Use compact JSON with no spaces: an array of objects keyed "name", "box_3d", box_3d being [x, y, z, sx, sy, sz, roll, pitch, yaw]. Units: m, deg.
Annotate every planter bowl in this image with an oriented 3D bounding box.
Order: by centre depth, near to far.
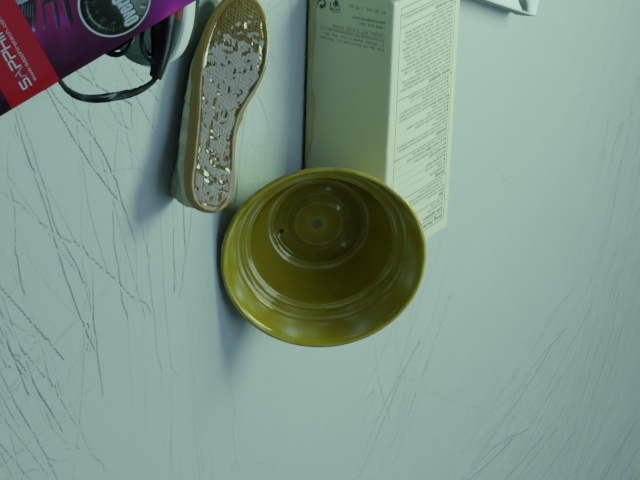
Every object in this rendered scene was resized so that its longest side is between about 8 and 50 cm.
[{"name":"planter bowl","box_3d":[0.000,0.000,2.097,0.090,0.217,0.217,-100,-172,-61]}]

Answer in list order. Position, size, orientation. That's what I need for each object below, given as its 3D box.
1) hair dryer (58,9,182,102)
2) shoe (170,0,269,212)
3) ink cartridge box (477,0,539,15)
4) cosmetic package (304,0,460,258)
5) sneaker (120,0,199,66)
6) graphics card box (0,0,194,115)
[{"name":"hair dryer","box_3d":[-0.118,-0.264,1.532,0.293,0.080,0.223,-32,118,-8]},{"name":"shoe","box_3d":[-0.106,-0.137,1.931,0.076,0.058,0.219,14,87,-31]},{"name":"ink cartridge box","box_3d":[0.258,-0.397,2.463,0.224,0.045,0.223,0,103,-62]},{"name":"cosmetic package","box_3d":[0.068,-0.144,2.174,0.160,0.113,0.309,-31,130,-52]},{"name":"sneaker","box_3d":[-0.191,-0.258,1.627,0.178,0.124,0.295,-45,133,-51]},{"name":"graphics card box","box_3d":[-0.198,-0.245,1.405,0.371,0.094,0.233,-32,121,-10]}]
